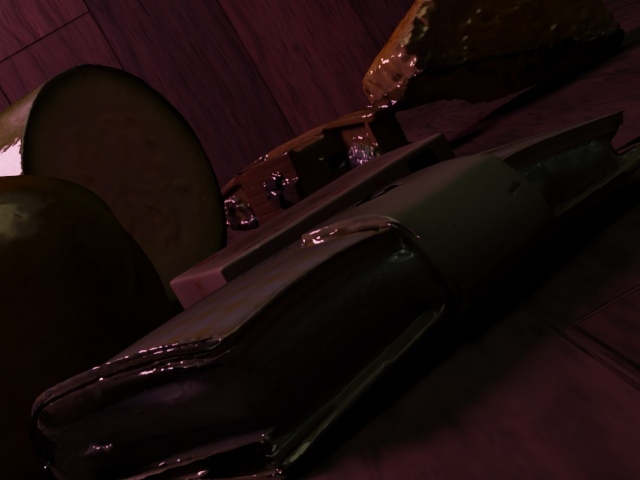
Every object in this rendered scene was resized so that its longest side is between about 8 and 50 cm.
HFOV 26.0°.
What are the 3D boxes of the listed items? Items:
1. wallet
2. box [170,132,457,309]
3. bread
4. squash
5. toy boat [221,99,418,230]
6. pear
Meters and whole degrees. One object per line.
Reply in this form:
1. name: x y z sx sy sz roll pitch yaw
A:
1. wallet: 0.018 0.024 0.717 0.310 0.077 0.223 -33 3 -37
2. box: 0.000 0.000 1.026 0.201 0.058 0.141 -32 6 -23
3. bread: 0.174 -0.229 1.527 0.262 0.162 0.204 -10 -10 -16
4. squash: -0.313 0.019 1.418 0.384 0.263 0.263 -26 7 36
5. toy boat: -0.021 -0.069 1.545 0.121 0.089 0.321 -30 6 -41
6. pear: -0.183 0.055 0.844 0.200 0.200 0.200 -30 6 3
